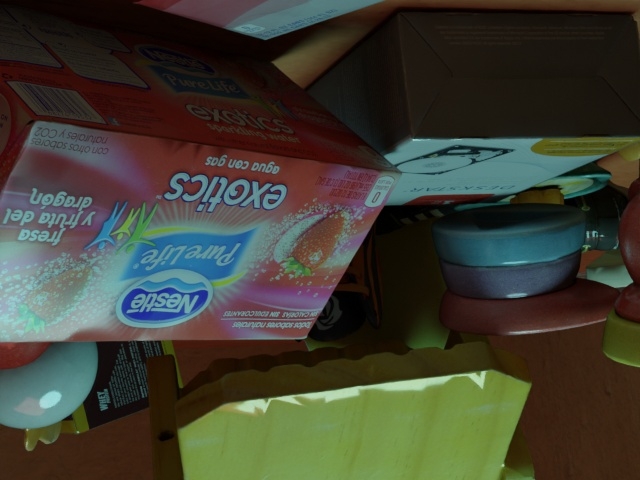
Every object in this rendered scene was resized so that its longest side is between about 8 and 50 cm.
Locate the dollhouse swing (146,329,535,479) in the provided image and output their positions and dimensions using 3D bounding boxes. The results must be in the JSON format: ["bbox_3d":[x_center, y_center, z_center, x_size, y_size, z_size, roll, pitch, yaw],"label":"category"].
[{"bbox_3d":[0.008,0.124,1.227,0.347,0.315,0.305,-6,131,-6],"label":"dollhouse swing"}]

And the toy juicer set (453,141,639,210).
[{"bbox_3d":[0.196,-0.060,1.215,0.329,0.089,0.209,-7,172,15],"label":"toy juicer set"}]

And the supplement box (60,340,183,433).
[{"bbox_3d":[-0.336,0.169,1.932,0.194,0.191,0.129,-17,-175,-40],"label":"supplement box"}]

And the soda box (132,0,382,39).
[{"bbox_3d":[0.047,-0.154,0.498,0.263,0.083,0.092,-11,170,37],"label":"soda box"}]

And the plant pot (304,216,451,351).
[{"bbox_3d":[0.079,0.063,1.544,0.187,0.212,0.212,-26,-177,9],"label":"plant pot"}]

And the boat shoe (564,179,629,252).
[{"bbox_3d":[0.277,-0.034,1.393,0.069,0.081,0.228,-2,-172,-7],"label":"boat shoe"}]

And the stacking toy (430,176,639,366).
[{"bbox_3d":[0.262,-0.003,1.082,0.280,0.130,0.309,-15,-166,-40],"label":"stacking toy"}]

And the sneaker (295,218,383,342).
[{"bbox_3d":[0.000,0.000,1.182,0.125,0.180,0.321,-8,171,19],"label":"sneaker"}]

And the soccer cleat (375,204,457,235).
[{"bbox_3d":[0.101,-0.047,1.387,0.179,0.060,0.072,-9,164,-18],"label":"soccer cleat"}]

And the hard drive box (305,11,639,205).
[{"bbox_3d":[0.099,-0.090,0.955,0.181,0.089,0.232,-2,172,-19],"label":"hard drive box"}]

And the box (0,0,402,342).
[{"bbox_3d":[-0.117,-0.037,0.794,0.300,0.154,0.142,4,123,-50],"label":"box"}]

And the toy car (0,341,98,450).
[{"bbox_3d":[-0.239,0.061,1.070,0.219,0.210,0.238,2,130,3],"label":"toy car"}]
